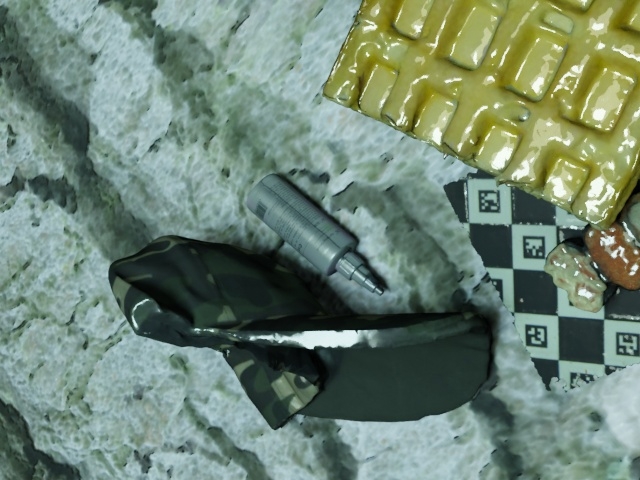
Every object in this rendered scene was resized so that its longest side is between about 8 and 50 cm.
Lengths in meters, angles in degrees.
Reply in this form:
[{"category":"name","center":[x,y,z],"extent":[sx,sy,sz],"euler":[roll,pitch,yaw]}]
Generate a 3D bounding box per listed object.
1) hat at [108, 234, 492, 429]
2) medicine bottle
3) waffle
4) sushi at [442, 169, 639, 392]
[{"category":"hat","center":[-0.015,0.083,1.061],"extent":[0.381,0.366,0.257],"euler":[-19,62,7]},{"category":"medicine bottle","center":[0.000,0.000,1.103],"extent":[0.199,0.057,0.057],"euler":[40,118,17]},{"category":"waffle","center":[0.201,-0.206,0.908],"extent":[0.348,0.077,0.304],"euler":[31,105,22]},{"category":"sushi","center":[0.289,0.006,0.938],"extent":[0.290,0.050,0.264],"euler":[-28,86,33]}]
